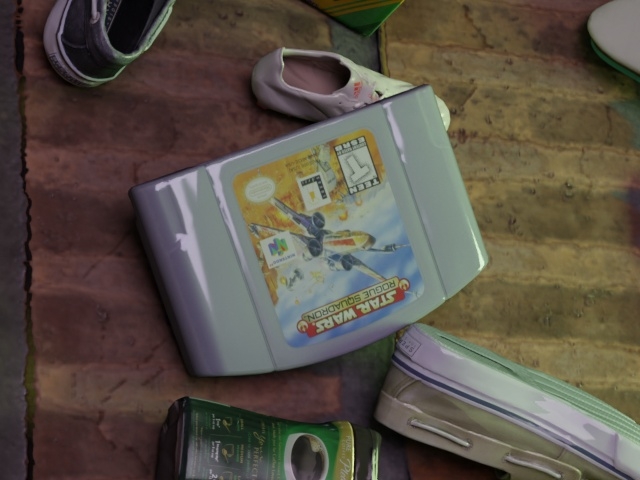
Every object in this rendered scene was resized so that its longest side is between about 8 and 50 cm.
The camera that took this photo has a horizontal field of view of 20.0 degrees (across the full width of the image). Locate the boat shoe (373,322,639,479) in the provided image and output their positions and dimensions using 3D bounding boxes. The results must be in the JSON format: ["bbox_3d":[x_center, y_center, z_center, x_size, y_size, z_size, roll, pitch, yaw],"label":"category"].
[{"bbox_3d":[0.185,0.170,1.598,0.302,0.109,0.094,26,101,-13],"label":"boat shoe"}]

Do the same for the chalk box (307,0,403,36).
[{"bbox_3d":[0.058,-0.346,1.610,0.180,0.289,0.179,30,63,-9],"label":"chalk box"}]

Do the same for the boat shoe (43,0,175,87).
[{"bbox_3d":[-0.149,-0.275,1.593,0.108,0.102,0.301,35,62,-27],"label":"boat shoe"}]

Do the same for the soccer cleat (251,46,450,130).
[{"bbox_3d":[0.034,-0.129,1.643,0.196,0.076,0.068,12,67,-18],"label":"soccer cleat"}]

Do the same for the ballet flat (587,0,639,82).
[{"bbox_3d":[0.461,-0.171,1.755,0.400,0.139,0.139,26,63,5],"label":"ballet flat"}]

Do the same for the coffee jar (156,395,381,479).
[{"bbox_3d":[-0.039,0.189,1.496,0.184,0.079,0.096,11,65,-17],"label":"coffee jar"}]

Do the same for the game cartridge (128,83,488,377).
[{"bbox_3d":[0.000,0.000,1.567,0.297,0.062,0.198,-21,91,-23],"label":"game cartridge"}]
